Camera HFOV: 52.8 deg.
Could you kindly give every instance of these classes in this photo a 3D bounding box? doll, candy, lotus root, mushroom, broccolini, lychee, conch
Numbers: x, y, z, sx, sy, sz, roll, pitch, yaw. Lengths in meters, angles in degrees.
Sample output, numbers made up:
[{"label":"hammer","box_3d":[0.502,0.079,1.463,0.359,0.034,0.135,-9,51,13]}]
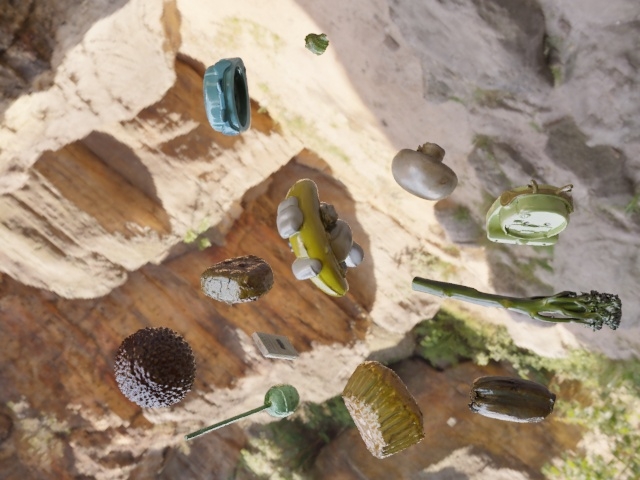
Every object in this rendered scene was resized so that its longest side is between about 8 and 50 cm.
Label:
[{"label":"doll","box_3d":[0.000,0.000,1.258,0.237,0.111,0.252,57,-159,-15]},{"label":"candy","box_3d":[-0.258,0.590,2.174,0.119,0.440,0.119,21,117,48]},{"label":"lotus root","box_3d":[0.543,0.452,1.842,0.241,0.123,0.123,6,172,7]},{"label":"mushroom","box_3d":[0.342,-0.225,2.087,0.226,0.178,0.226,35,178,2]},{"label":"broccolini","box_3d":[0.379,0.105,1.260,0.392,0.078,0.074,11,-178,18]},{"label":"lychee","box_3d":[-0.501,0.375,1.920,0.271,0.271,0.271,42,174,5]},{"label":"conch","box_3d":[-0.013,-0.712,2.336,0.121,0.074,0.089,-6,132,44]}]

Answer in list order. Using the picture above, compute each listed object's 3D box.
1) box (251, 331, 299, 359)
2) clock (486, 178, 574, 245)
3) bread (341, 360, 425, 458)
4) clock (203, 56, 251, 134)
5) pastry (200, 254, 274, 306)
[{"label":"box","box_3d":[-0.142,0.337,2.060,0.167,0.024,0.090,22,-155,-54]},{"label":"clock","box_3d":[0.652,-0.087,1.970,0.235,0.096,0.308,5,154,0]},{"label":"bread","box_3d":[0.147,0.412,1.585,0.240,0.139,0.240,51,159,28]},{"label":"clock","box_3d":[-0.275,-0.420,1.887,0.274,0.094,0.223,-67,-27,-73]},{"label":"pastry","box_3d":[-0.240,0.114,1.886,0.229,0.219,0.100,26,121,52]}]
